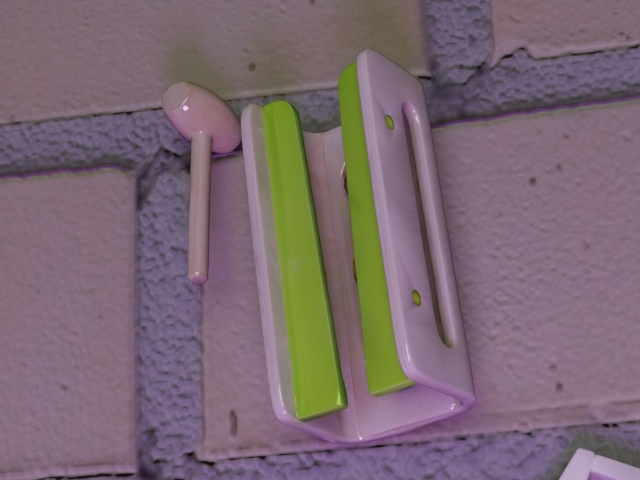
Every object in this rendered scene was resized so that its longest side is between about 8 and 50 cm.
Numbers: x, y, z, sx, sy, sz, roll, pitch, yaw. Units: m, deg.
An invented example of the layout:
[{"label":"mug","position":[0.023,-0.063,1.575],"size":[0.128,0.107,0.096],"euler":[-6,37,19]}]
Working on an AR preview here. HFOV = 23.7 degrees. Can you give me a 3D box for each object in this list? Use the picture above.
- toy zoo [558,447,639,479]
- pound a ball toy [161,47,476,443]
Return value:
[{"label":"toy zoo","position":[0.248,0.268,1.079],"size":[0.293,0.030,0.192],"euler":[16,70,17]},{"label":"pound a ball toy","position":[0.000,0.000,1.210],"size":[0.208,0.135,0.319],"euler":[-22,61,28]}]
